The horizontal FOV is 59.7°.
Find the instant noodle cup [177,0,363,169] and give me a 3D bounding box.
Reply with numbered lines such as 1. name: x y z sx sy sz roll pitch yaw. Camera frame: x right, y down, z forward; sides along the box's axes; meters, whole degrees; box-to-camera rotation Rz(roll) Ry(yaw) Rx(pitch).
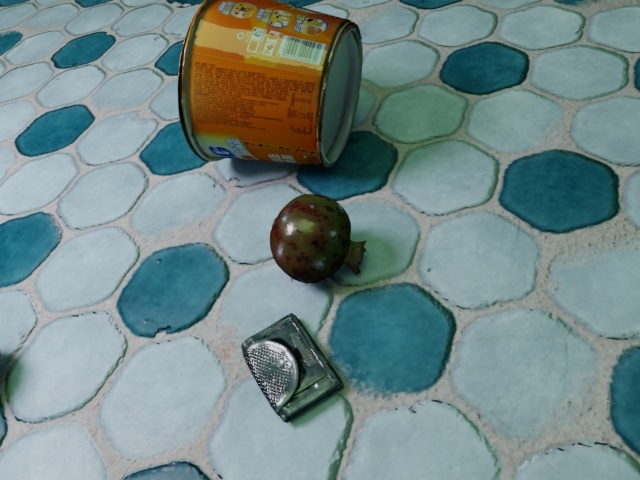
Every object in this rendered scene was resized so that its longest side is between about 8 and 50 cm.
1. instant noodle cup: -0.064 -0.248 0.906 0.214 0.296 0.296 14 53 13

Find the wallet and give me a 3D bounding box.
1. wallet: -0.040 0.152 0.689 0.088 0.026 0.129 -29 48 -13

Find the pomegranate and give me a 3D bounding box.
1. pomegranate: -0.006 -0.004 0.761 0.130 0.130 0.130 -7 47 8
